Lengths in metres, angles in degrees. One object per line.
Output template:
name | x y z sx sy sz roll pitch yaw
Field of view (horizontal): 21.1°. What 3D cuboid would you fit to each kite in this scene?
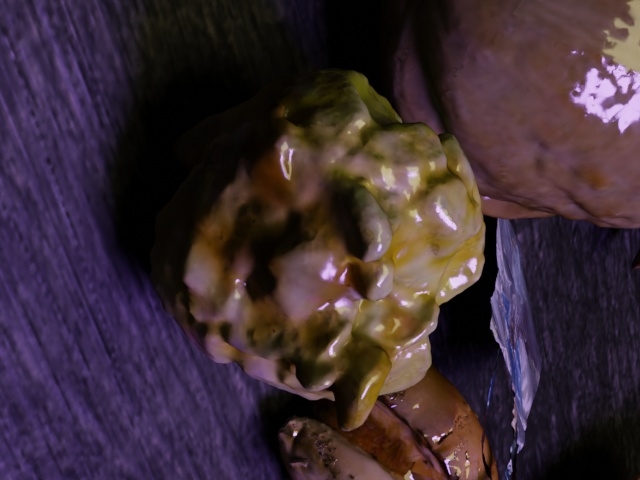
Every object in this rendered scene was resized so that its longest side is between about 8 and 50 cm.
kite | 0.123 0.088 1.151 0.310 0.015 0.169 -73 152 -59

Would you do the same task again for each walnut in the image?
walnut | 0.155 -0.127 1.049 0.283 0.227 0.283 -17 126 -25

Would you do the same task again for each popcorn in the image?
popcorn | 0.001 0.000 0.948 0.167 0.187 0.186 22 87 -31

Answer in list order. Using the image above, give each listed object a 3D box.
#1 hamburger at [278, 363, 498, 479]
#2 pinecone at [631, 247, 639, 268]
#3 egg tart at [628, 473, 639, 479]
hamburger | 0.070 0.169 1.155 0.124 0.131 0.262 -52 143 -19
pinecone | 0.350 -0.056 1.341 0.201 0.202 0.229 27 83 -20
egg tart | 0.244 0.314 1.444 0.290 0.115 0.290 -21 120 -42
